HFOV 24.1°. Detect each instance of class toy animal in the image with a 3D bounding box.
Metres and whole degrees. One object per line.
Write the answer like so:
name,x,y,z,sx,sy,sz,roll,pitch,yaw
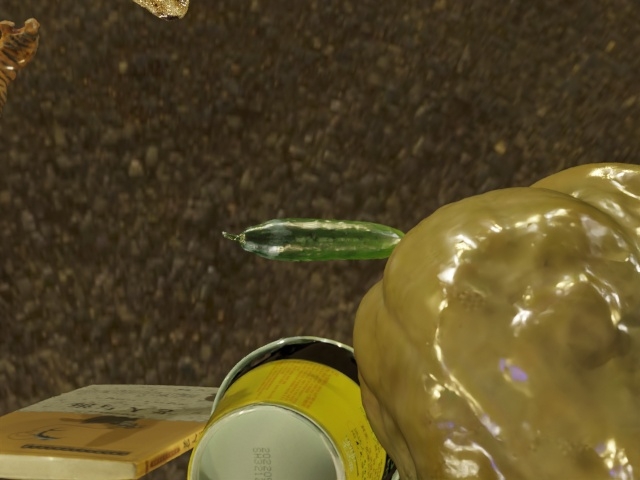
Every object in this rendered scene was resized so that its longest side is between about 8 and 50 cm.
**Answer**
toy animal,-0.402,-0.160,1.730,0.116,0.114,0.255,20,40,-18

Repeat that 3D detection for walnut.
walnut,0.170,0.094,0.876,0.282,0.253,0.277,-23,54,-30

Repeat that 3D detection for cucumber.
cucumber,0.000,0.000,1.856,0.250,0.056,0.056,0,71,-20

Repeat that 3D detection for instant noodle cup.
instant noodle cup,-0.029,0.212,1.456,0.215,0.236,0.216,1,95,9

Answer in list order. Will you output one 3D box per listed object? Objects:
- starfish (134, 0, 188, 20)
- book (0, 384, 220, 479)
starfish,-0.191,-0.316,1.578,0.216,0.238,0.071,-41,48,-5
book,-0.241,0.214,1.734,0.268,0.389,0.032,-1,96,20
